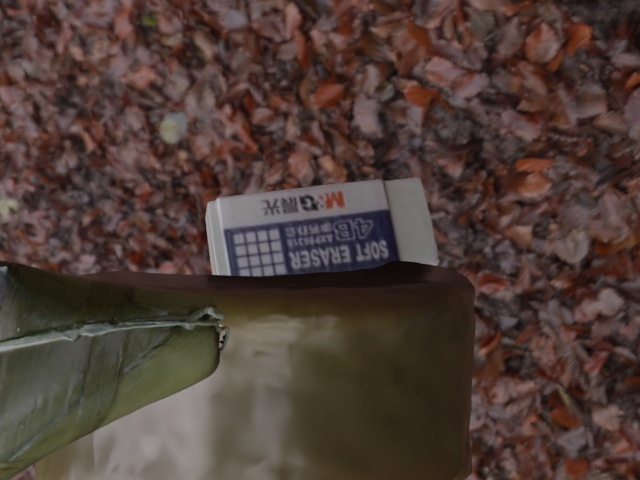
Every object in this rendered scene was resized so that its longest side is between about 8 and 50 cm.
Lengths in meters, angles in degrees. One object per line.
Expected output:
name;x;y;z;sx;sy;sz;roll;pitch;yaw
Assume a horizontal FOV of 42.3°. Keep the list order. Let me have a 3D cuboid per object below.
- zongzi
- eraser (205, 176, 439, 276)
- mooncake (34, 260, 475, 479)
zongzi;-0.094;0.069;0.329;0.104;0.113;0.052;9;154;-5
eraser;0.000;0.000;1.052;0.081;0.279;0.124;121;140;-70
mooncake;-0.056;0.140;0.776;0.394;0.393;0.246;-2;87;22
